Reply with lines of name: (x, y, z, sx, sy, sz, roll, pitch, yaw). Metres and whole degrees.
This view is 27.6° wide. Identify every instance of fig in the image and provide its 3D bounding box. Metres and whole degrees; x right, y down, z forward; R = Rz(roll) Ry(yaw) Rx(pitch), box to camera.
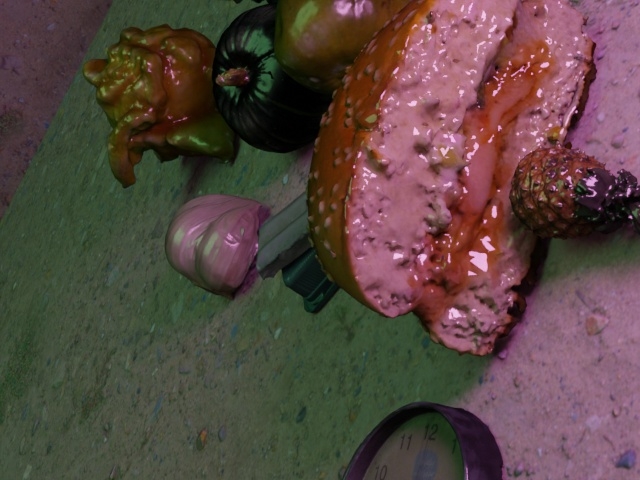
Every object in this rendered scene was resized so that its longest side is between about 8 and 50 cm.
fig: (0.046, -0.374, 1.967, 0.233, 0.233, 0.314, -7, 69, 61)

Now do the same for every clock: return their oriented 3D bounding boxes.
clock: (0.104, 0.317, 1.494, 0.280, 0.055, 0.280, -43, 35, 41)

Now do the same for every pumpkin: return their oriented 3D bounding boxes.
pumpkin: (-0.080, -0.265, 2.143, 0.250, 0.216, 0.249, 11, 105, 46)

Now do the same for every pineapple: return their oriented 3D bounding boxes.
pineapple: (0.288, -0.048, 1.388, 0.198, 0.108, 0.108, 11, 79, 60)

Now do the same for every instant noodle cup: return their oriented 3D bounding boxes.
instant noodle cup: (0.000, 0.000, 1.942, 0.179, 0.070, 0.157, -50, 32, 30)

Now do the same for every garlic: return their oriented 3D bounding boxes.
garlic: (-0.194, -0.006, 2.242, 0.178, 0.143, 0.229, -69, 17, 0)

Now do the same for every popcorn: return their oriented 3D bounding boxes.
popcorn: (-0.319, -0.263, 2.536, 0.325, 0.290, 0.321, -49, 23, -5)

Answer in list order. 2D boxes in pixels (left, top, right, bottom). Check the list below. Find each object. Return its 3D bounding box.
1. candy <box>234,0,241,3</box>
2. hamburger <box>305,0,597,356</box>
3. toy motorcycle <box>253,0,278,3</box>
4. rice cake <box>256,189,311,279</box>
candy: (-0.121, -0.635, 2.402, 0.386, 0.186, 0.427, -42, -23, -42)
hamburger: (0.121, -0.097, 1.577, 0.287, 0.268, 0.445, -8, 63, 65)
toy motorcycle: (-0.038, -0.507, 2.259, 0.237, 0.169, 0.410, -59, -1, 11)
rice cake: (-0.023, -0.028, 1.885, 0.226, 0.040, 0.085, -38, 40, 42)
